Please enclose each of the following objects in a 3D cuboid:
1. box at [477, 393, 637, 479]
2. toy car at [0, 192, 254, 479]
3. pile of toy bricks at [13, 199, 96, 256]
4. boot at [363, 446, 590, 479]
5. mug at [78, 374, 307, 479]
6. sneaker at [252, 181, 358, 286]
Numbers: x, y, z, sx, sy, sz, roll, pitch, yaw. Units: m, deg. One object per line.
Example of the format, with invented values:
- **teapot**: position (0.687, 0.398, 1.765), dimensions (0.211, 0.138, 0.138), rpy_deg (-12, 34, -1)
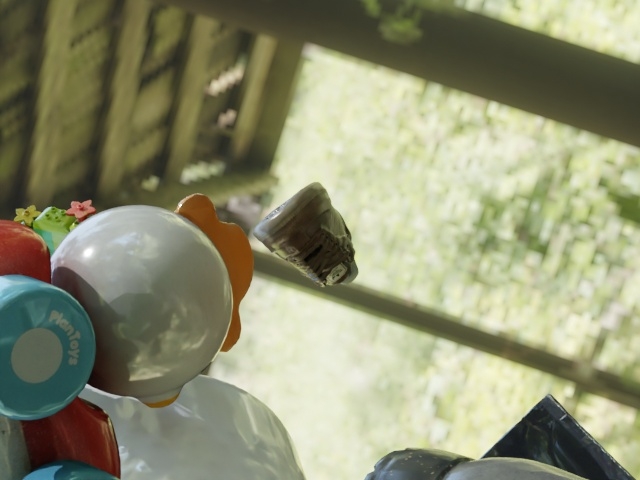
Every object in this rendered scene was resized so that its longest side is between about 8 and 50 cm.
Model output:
- **box**: position (0.262, 0.341, 1.637), dimensions (0.179, 0.312, 0.343), rpy_deg (-42, -27, -5)
- **toy car**: position (-0.126, 0.067, 1.113), dimensions (0.238, 0.219, 0.210), rpy_deg (-22, -72, -30)
- **pile of toy bricks**: position (-0.172, 0.017, 1.332), dimensions (0.118, 0.212, 0.105), rpy_deg (-56, -28, -45)
- **boot**: position (0.078, 0.232, 0.785), dimensions (0.118, 0.223, 0.338), rpy_deg (42, -121, -42)
- **mug**: position (-0.157, 0.303, 1.316), dimensions (0.328, 0.374, 0.276), rpy_deg (-112, 21, -48)
- **sneaker**: position (0.000, 0.000, 1.551), dimensions (0.066, 0.071, 0.188), rpy_deg (-40, -7, 7)
